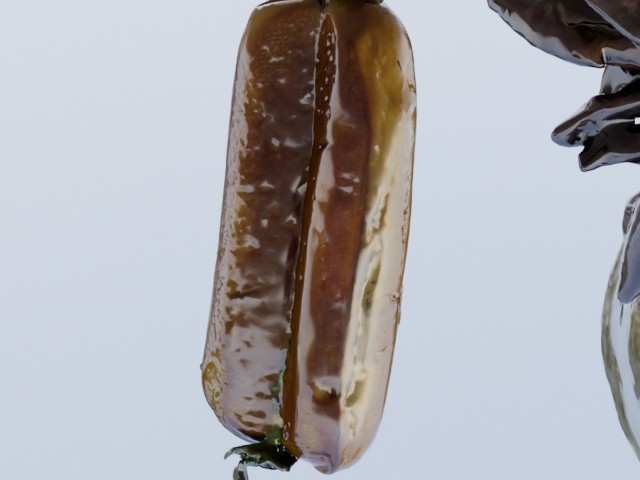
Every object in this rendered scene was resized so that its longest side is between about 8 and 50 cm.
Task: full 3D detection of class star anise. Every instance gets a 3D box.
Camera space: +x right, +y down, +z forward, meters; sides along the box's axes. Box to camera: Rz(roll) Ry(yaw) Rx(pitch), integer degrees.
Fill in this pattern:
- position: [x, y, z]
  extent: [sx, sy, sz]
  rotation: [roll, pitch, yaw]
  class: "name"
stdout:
- position: [0.203, -0.084, 0.950]
  extent: [0.212, 0.283, 0.129]
  rotation: [-24, -168, 19]
  class: "star anise"

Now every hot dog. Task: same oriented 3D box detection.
- position: [0.000, 0.000, 0.672]
  extent: [0.072, 0.188, 0.055]
  rotation: [20, -157, 31]
  class: "hot dog"

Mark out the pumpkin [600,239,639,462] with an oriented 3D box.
- position: [0.360, 0.059, 1.284]
  extent: [0.332, 0.332, 0.199]
  rotation: [4, 173, 1]
  class: "pumpkin"
